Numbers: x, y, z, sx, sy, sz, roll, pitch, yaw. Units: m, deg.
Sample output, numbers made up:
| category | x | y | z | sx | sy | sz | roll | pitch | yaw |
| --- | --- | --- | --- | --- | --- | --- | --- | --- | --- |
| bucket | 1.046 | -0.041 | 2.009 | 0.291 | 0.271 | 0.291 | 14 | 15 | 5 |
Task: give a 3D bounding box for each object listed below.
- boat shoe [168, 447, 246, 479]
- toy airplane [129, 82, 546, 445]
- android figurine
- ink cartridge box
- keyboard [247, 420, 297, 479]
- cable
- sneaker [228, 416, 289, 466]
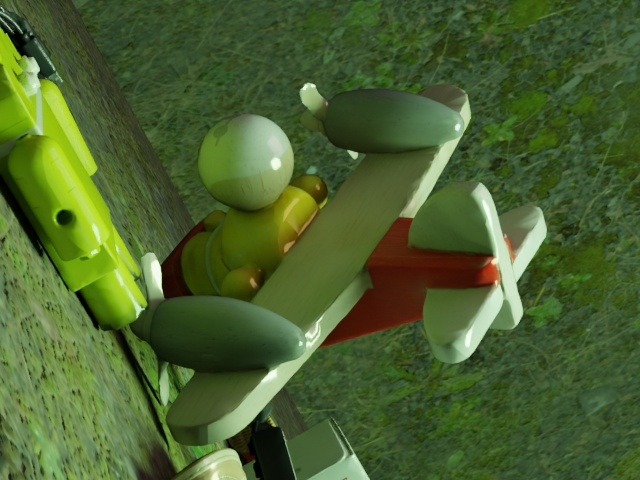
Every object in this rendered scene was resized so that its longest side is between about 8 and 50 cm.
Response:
| category | x | y | z | sx | sy | sz | roll | pitch | yaw |
| --- | --- | --- | --- | --- | --- | --- | --- | --- | --- |
| boat shoe | -0.068 | 0.194 | 1.223 | 0.059 | 0.063 | 0.170 | 55 | -3 | 19 |
| toy airplane | 0.000 | 0.000 | 1.528 | 0.272 | 0.384 | 0.386 | 55 | 2 | -17 |
| android figurine | -0.216 | -0.065 | 1.339 | 0.273 | 0.056 | 0.248 | 64 | -1 | -17 |
| ink cartridge box | 0.001 | 0.257 | 1.459 | 0.175 | 0.127 | 0.072 | 62 | -2 | -27 |
| keyboard | 0.000 | 0.289 | 1.247 | 0.201 | 0.033 | 0.317 | 155 | -81 | -82 |
| cable | -0.279 | -0.160 | 1.512 | 0.184 | 0.047 | 0.150 | 59 | 9 | -38 |
| sneaker | -0.040 | 0.250 | 1.784 | 0.084 | 0.069 | 0.185 | 56 | 3 | -25 |
